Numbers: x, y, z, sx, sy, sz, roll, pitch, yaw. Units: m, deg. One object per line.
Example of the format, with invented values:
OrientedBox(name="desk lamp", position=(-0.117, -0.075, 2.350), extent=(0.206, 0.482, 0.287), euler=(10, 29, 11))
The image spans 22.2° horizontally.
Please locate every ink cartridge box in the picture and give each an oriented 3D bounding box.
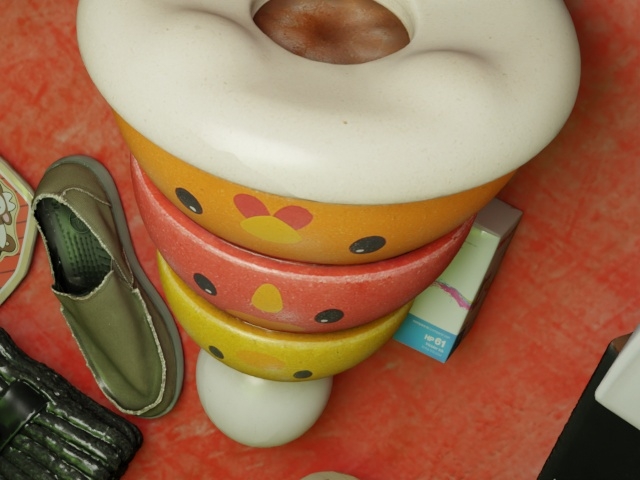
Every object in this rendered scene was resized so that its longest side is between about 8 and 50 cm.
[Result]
OrientedBox(name="ink cartridge box", position=(0.114, 0.027, 1.345), extent=(0.052, 0.088, 0.122), euler=(25, 113, 11))

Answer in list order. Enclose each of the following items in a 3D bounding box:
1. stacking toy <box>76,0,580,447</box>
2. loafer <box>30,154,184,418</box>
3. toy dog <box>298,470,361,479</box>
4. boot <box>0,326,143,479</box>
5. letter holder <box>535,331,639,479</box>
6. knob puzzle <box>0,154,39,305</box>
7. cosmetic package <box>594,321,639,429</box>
OrientedBox(name="stacking toy", position=(-0.013, -0.006, 1.266), extent=(0.350, 0.350, 0.480), euler=(20, 134, 13))
OrientedBox(name="loafer", position=(-0.202, 0.051, 1.465), extent=(0.094, 0.087, 0.251), euler=(-19, 99, 23))
OrientedBox(name="toy dog", position=(0.045, 0.337, 1.359), extent=(0.333, 0.161, 0.220), euler=(13, 121, 47))
OrientedBox(name="boot", position=(-0.350, 0.220, 1.541), extent=(0.260, 0.131, 0.348), euler=(41, 123, -2))
OrientedBox(name="letter holder", position=(0.299, 0.187, 1.262), extent=(0.152, 0.214, 0.302), euler=(55, 149, 29))
OrientedBox(name="knob puzzle", position=(-0.343, -0.017, 1.517), extent=(0.213, 0.030, 0.213), euler=(8, 110, 23))
OrientedBox(name="cosmetic package", position=(0.447, 0.023, 0.953), extent=(0.393, 0.329, 0.327), euler=(35, 145, 7))
